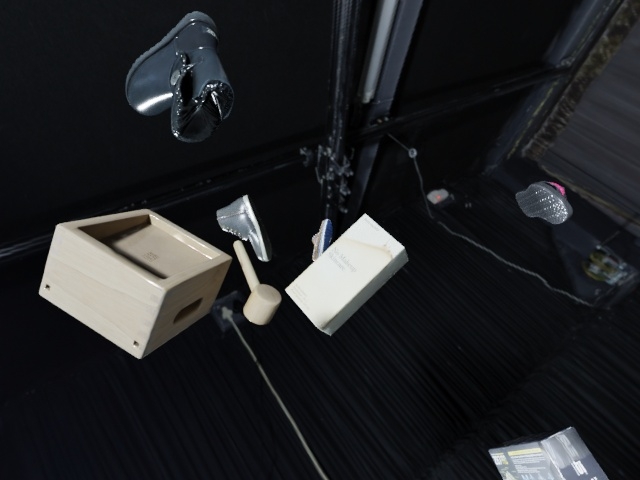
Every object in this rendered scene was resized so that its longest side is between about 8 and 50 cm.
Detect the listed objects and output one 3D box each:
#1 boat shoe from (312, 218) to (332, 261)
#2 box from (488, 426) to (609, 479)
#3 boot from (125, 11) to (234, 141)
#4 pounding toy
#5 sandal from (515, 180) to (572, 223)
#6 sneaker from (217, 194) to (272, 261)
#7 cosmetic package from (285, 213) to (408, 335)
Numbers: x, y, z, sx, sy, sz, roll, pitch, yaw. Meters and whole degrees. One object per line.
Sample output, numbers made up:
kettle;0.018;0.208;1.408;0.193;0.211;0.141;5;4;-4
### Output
boat shoe;0.000;0.000;1.630;0.066;0.066;0.182;26;-109;-56
box;0.577;0.637;0.951;0.097;0.318;0.394;-22;-30;-8
boot;-0.255;-0.250;0.696;0.247;0.207;0.094;-31;-33;27
pounding toy;-0.151;0.055;0.453;0.094;0.206;0.181;-64;-9;17
sandal;0.354;-0.066;0.627;0.040;0.067;0.179;-26;0;13
sneaker;-0.235;-0.020;1.241;0.118;0.221;0.083;-25;-17;7
cosmetic package;0.076;0.096;1.110;0.309;0.160;0.113;-45;-28;-3
